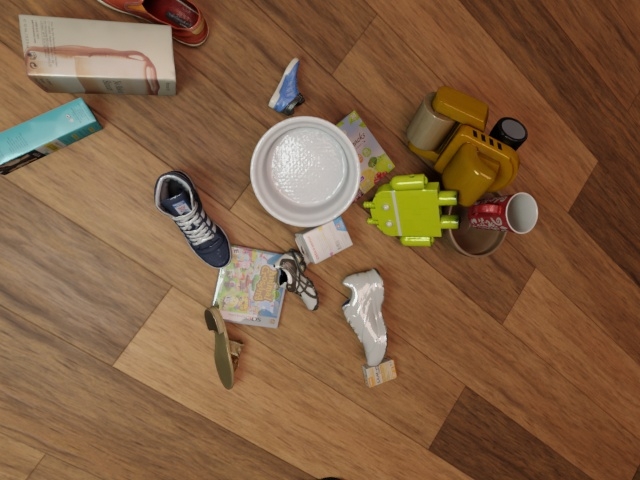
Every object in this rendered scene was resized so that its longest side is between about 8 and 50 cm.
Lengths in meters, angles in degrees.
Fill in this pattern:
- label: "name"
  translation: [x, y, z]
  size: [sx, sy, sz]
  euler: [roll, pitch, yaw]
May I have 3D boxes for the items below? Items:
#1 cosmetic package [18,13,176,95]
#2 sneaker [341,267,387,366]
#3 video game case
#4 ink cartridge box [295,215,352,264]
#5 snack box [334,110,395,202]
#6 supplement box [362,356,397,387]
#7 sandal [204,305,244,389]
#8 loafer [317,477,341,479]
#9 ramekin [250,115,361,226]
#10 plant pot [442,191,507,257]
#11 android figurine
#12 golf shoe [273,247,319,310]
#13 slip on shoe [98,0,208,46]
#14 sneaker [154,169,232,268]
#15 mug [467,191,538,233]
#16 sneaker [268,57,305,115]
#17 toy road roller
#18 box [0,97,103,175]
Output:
- label: "cosmetic package"
  translation: [-0.493, -0.417, 0.946]
  size: [0.296, 0.153, 0.129]
  euler: [-6, 96, -17]
- label: "sneaker"
  translation: [0.131, 0.234, 1.235]
  size: [0.129, 0.111, 0.297]
  euler: [-6, 91, -3]
- label: "video game case"
  translation: [-0.193, 0.129, 1.144]
  size: [0.193, 0.023, 0.212]
  euler: [12, 89, -20]
- label: "ink cartridge box"
  translation: [0.000, 0.000, 1.169]
  size: [0.143, 0.090, 0.092]
  euler: [-26, 100, -16]
- label: "snack box"
  translation: [0.088, -0.241, 1.199]
  size: [0.174, 0.070, 0.207]
  euler: [-43, 103, -11]
- label: "supplement box"
  translation: [0.185, 0.411, 1.283]
  size: [0.098, 0.036, 0.062]
  euler: [-14, 97, -18]
- label: "sandal"
  translation: [-0.241, 0.281, 1.105]
  size: [0.079, 0.088, 0.240]
  euler: [-22, 109, -40]
- label: "loafer"
  translation: [-0.008, 0.770, 1.220]
  size: [0.220, 0.080, 0.078]
  euler: [6, 100, -14]
- label: "ramekin"
  translation: [-0.037, -0.185, 1.081]
  size: [0.277, 0.135, 0.277]
  euler: [0, 108, 0]
- label: "plant pot"
  translation: [0.479, -0.067, 1.323]
  size: [0.237, 0.110, 0.237]
  euler: [-1, 94, -19]
- label: "android figurine"
  translation: [0.261, -0.085, 1.191]
  size: [0.056, 0.273, 0.248]
  euler: [-65, 149, -44]
- label: "golf shoe"
  translation: [-0.071, 0.123, 1.149]
  size: [0.094, 0.077, 0.198]
  euler: [-30, 109, -22]
- label: "slip on shoe"
  translation: [-0.429, -0.593, 0.986]
  size: [0.331, 0.101, 0.123]
  euler: [26, 86, -17]
- label: "sneaker"
  translation: [-0.315, -0.045, 1.015]
  size: [0.099, 0.153, 0.282]
  euler: [-28, 99, -5]
- label: "mug"
  translation: [0.507, -0.089, 1.185]
  size: [0.150, 0.169, 0.113]
  euler: [36, 81, -17]
- label: "sneaker"
  translation: [-0.075, -0.421, 1.138]
  size: [0.084, 0.058, 0.152]
  euler: [27, 88, -13]
- label: "toy road roller"
  translation: [0.398, -0.251, 1.165]
  size: [0.329, 0.202, 0.240]
  euler: [28, 58, 2]
- label: "box"
  translation: [-0.634, -0.235, 0.931]
  size: [0.244, 0.100, 0.060]
  euler: [-33, 103, -15]
